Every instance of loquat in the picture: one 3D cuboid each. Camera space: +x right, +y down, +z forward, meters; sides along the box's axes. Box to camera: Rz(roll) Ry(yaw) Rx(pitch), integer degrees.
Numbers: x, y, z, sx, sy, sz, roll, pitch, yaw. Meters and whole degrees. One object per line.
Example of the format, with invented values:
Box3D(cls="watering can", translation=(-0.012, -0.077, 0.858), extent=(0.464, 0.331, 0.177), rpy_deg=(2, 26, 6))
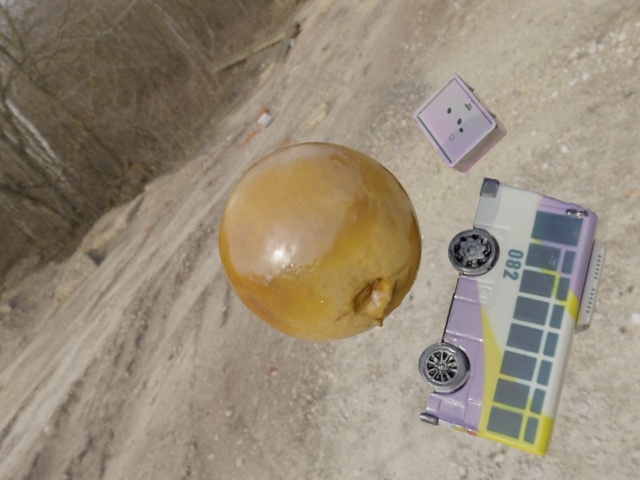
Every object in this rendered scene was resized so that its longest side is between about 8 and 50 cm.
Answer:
Box3D(cls="loquat", translation=(0.000, 0.000, 0.978), extent=(0.328, 0.328, 0.328), rpy_deg=(-38, 23, 20))

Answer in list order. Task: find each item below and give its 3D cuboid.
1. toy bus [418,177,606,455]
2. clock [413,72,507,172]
Box3D(cls="toy bus", translation=(0.342, 0.132, 1.077), extent=(0.250, 0.209, 0.439), rpy_deg=(12, 79, 22))
Box3D(cls="clock", translation=(0.325, -0.276, 1.429), extent=(0.150, 0.063, 0.197), rpy_deg=(-45, 52, 25))
